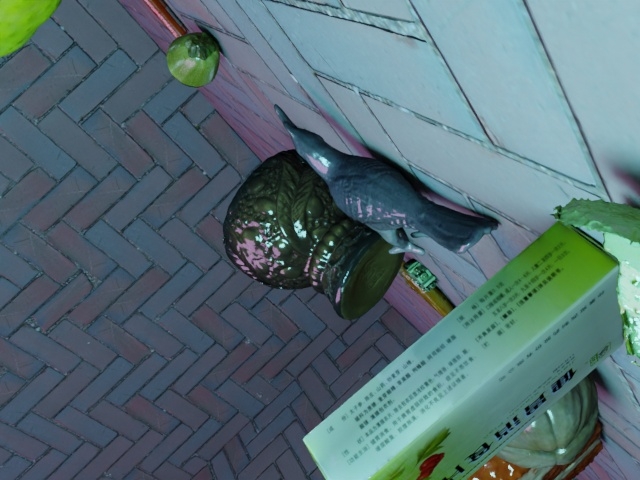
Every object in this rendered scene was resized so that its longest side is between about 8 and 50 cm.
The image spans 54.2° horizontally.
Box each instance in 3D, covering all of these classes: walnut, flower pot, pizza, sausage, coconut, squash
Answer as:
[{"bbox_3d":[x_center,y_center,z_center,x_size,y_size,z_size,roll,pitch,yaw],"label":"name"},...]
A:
[{"bbox_3d":[0.248,0.182,0.805,0.178,0.178,0.230,48,-171,-41],"label":"walnut"},{"bbox_3d":[0.000,0.000,1.164,0.267,0.266,0.266,34,172,27],"label":"flower pot"},{"bbox_3d":[0.238,0.115,1.400,0.185,0.036,0.176,44,180,4],"label":"pizza"},{"bbox_3d":[-0.329,-0.480,1.341,0.129,0.034,0.034,47,178,-38],"label":"sausage"},{"bbox_3d":[0.198,0.034,0.343,0.133,0.055,0.158,43,178,40],"label":"coconut"},{"bbox_3d":[-0.222,-0.353,1.162,0.105,0.105,0.132,47,159,-16],"label":"squash"}]

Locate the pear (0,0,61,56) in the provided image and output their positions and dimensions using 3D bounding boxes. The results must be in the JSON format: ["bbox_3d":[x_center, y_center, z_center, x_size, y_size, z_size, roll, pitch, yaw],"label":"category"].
[{"bbox_3d":[-0.361,-0.324,0.496,0.391,0.391,0.391,46,178,2],"label":"pear"}]

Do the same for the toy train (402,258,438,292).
[{"bbox_3d":[0.204,0.071,1.266,0.053,0.033,0.083,51,176,-21],"label":"toy train"}]

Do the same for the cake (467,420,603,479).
[{"bbox_3d":[0.289,0.317,1.079,0.269,0.270,0.319,45,176,38],"label":"cake"}]

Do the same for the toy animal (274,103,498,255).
[{"bbox_3d":[0.087,-0.041,0.784,0.367,0.081,0.206,39,176,41],"label":"toy animal"}]

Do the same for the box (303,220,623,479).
[{"bbox_3d":[0.131,0.121,0.517,0.062,0.260,0.175,48,179,37],"label":"box"}]
